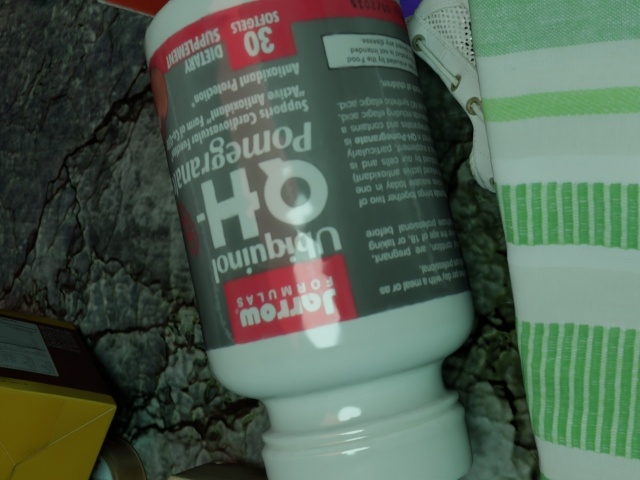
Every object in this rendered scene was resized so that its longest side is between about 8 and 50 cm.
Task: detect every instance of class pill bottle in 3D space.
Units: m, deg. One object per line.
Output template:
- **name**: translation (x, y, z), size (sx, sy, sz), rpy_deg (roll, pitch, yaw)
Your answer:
- **pill bottle**: translation (0.000, 0.000, 0.485), size (0.176, 0.176, 0.318), rpy_deg (-17, 83, 33)

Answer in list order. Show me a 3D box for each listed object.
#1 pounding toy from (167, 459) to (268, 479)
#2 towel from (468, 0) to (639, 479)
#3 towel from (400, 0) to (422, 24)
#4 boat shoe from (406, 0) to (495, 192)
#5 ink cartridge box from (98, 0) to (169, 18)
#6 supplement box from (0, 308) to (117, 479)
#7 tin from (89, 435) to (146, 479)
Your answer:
- **pounding toy**: translation (-0.058, 0.246, 0.555), size (0.130, 0.100, 0.141), rpy_deg (5, 86, 22)
- **towel**: translation (0.197, 0.018, 0.333), size (0.248, 0.038, 0.324), rpy_deg (5, 119, 38)
- **towel**: translation (0.067, -0.179, 0.589), size (0.083, 0.009, 0.060), rpy_deg (-10, 74, 34)
- **boat shoe**: translation (0.141, -0.063, 0.466), size (0.096, 0.098, 0.277), rpy_deg (-46, 56, 31)
- **ink cartridge box**: translation (-0.100, -0.278, 0.559), size (0.060, 0.239, 0.275), rpy_deg (-29, 76, 29)
- **supplement box**: translation (-0.302, 0.182, 0.676), size (0.194, 0.129, 0.191), rpy_deg (31, 100, 57)
- **tin**: translation (-0.211, 0.280, 0.685), size (0.106, 0.040, 0.189), rpy_deg (-5, 78, 31)
